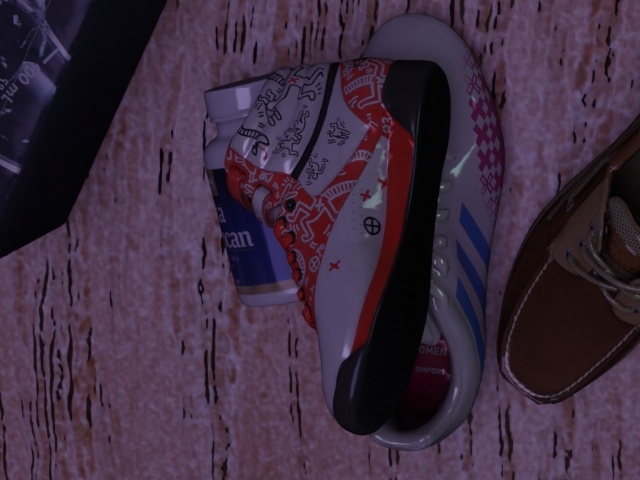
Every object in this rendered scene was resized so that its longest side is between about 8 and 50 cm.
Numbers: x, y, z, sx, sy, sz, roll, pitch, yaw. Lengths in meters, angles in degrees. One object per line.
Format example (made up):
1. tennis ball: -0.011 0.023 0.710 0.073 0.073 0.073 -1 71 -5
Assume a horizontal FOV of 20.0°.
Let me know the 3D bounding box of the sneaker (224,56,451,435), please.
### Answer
1. sneaker: 0.001 0.000 1.282 0.145 0.090 0.270 4 76 25

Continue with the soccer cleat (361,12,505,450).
1. soccer cleat: 0.075 0.000 1.353 0.116 0.143 0.331 0 102 15

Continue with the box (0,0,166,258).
1. box: -0.293 -0.211 1.389 0.312 0.179 0.343 28 108 6

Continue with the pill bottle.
1. pill bottle: -0.037 -0.041 1.400 0.094 0.094 0.169 -11 98 17

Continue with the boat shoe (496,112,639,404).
1. boat shoe: 0.227 -0.012 1.315 0.122 0.120 0.324 34 114 6
